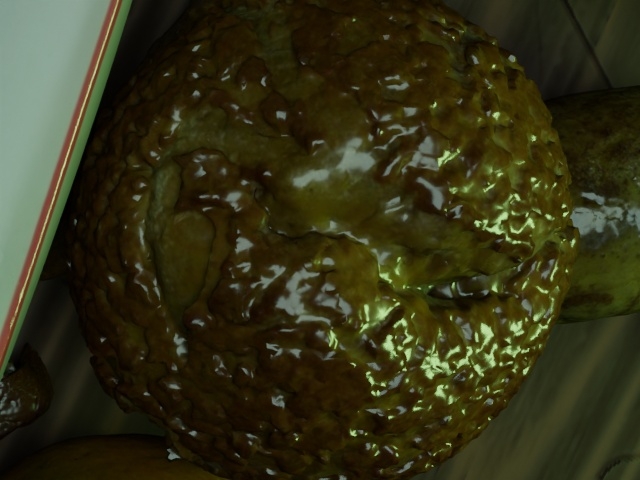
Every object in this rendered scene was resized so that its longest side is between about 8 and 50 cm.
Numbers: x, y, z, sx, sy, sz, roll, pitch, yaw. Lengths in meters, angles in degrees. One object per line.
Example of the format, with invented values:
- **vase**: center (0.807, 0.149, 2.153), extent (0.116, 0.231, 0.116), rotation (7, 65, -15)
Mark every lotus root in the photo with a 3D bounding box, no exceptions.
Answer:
- **lotus root**: center (0.173, -0.022, 1.175), extent (0.260, 0.128, 0.145), rotation (-9, 84, -10)

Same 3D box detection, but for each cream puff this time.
- **cream puff**: center (0.000, 0.000, 1.025), extent (0.303, 0.212, 0.303), rotation (0, 96, 0)

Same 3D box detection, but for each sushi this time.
- **sushi**: center (-0.219, 0.108, 1.128), extent (0.120, 0.052, 0.055), rotation (-34, 100, -9)

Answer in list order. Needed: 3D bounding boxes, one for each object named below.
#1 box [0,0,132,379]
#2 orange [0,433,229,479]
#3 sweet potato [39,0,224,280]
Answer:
- **box**: center (-0.265, -0.110, 0.970), extent (0.300, 0.314, 0.312), rotation (18, 90, -10)
- **orange**: center (-0.114, 0.231, 1.101), extent (0.240, 0.171, 0.240), rotation (-1, 93, -12)
- **sweet potato**: center (-0.081, -0.102, 1.140), extent (0.066, 0.072, 0.314), rotation (31, 87, 27)
